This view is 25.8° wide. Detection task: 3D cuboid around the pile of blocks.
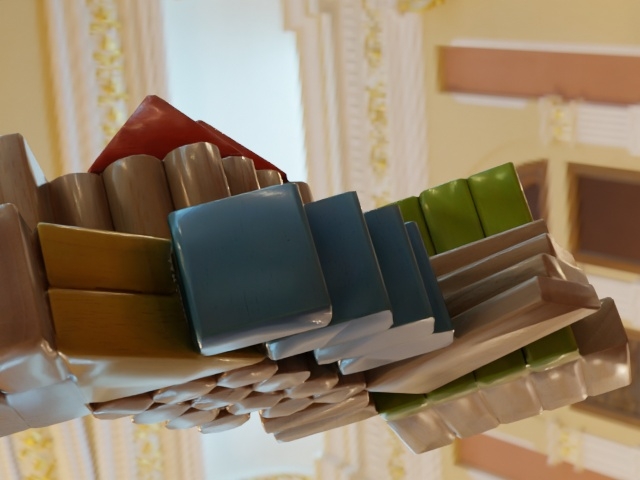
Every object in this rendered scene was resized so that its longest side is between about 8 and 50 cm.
[{"bbox_3d":[0.000,0.000,0.514,0.362,0.149,0.112,12,-124,-52],"label":"pile of blocks"}]
